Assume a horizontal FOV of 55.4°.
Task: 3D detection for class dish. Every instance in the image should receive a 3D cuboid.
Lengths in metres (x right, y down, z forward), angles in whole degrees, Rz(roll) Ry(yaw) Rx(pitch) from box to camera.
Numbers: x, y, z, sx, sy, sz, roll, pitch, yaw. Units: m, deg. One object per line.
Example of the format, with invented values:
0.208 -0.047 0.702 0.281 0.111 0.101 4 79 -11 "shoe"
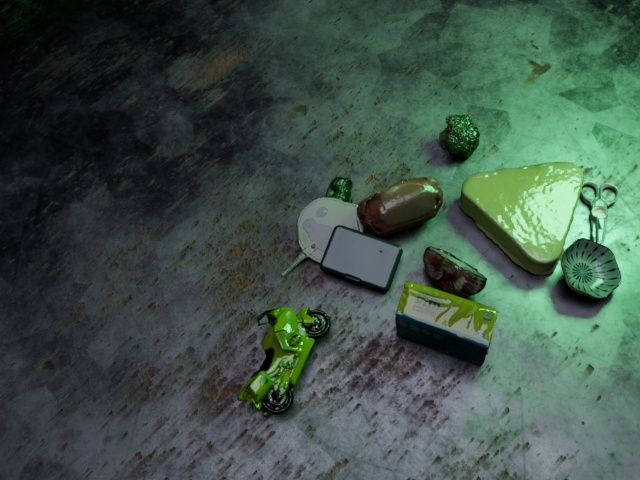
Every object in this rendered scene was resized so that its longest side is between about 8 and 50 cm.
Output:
0.781 0.091 1.794 0.190 0.066 0.191 3 68 -8 "dish"

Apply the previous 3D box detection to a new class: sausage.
0.258 -0.111 1.936 0.279 0.152 0.152 -22 61 -8 "sausage"

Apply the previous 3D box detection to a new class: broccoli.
0.474 -0.359 2.064 0.137 0.145 0.162 2 77 45 "broccoli"

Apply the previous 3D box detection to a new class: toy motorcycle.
-0.121 0.324 1.757 0.206 0.142 0.342 19 64 18 "toy motorcycle"

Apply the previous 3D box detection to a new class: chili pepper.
0.057 -0.100 2.007 0.098 0.061 0.225 5 81 7 "chili pepper"

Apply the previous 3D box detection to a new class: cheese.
0.647 -0.065 1.887 0.383 0.104 0.384 -3 61 6 "cheese"

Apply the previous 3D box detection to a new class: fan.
0.000 0.000 1.957 0.335 0.011 0.229 -44 78 -3 "fan"

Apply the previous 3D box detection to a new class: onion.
0.398 0.104 1.835 0.206 0.151 0.098 35 104 34 "onion"

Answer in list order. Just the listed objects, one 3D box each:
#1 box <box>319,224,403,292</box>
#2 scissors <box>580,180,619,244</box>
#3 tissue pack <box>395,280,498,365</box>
0.127 0.054 1.897 0.230 0.050 0.160 19 79 12 "box"
0.874 -0.084 1.908 0.118 0.030 0.242 8 59 12 "scissors"
0.351 0.229 1.716 0.270 0.192 0.134 18 66 16 "tissue pack"
